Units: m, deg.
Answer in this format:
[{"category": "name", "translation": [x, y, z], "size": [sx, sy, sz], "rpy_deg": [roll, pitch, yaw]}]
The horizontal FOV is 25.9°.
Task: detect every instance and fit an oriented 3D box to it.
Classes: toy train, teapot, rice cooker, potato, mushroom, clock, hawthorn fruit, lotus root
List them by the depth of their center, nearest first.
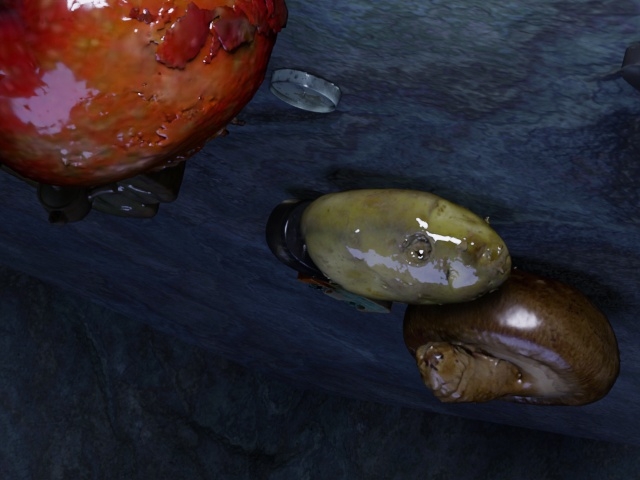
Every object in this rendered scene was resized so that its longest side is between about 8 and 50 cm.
[{"category": "hawthorn fruit", "translation": [-0.190, -0.194, 1.115], "size": [0.316, 0.316, 0.316], "rpy_deg": [16, 167, 4]}, {"category": "clock", "translation": [-0.018, -0.169, 1.570], "size": [0.085, 0.017, 0.085], "rpy_deg": [16, 167, 4]}, {"category": "potato", "translation": [0.117, 0.007, 1.870], "size": [0.296, 0.141, 0.191], "rpy_deg": [12, 150, 26]}, {"category": "teapot", "translation": [-0.323, -0.054, 1.872], "size": [0.110, 0.085, 0.080], "rpy_deg": [-4, 155, 12]}, {"category": "lotus root", "translation": [-0.367, -0.144, 1.940], "size": [0.375, 0.111, 0.390], "rpy_deg": [21, 167, -4]}, {"category": "rice cooker", "translation": [0.000, 0.000, 2.045], "size": [0.165, 0.112, 0.106], "rpy_deg": [29, 168, -35]}, {"category": "mushroom", "translation": [0.296, 0.153, 2.139], "size": [0.345, 0.239, 0.345], "rpy_deg": [26, -174, -3]}, {"category": "toy train", "translation": [0.053, 0.065, 2.347], "size": [0.188, 0.072, 0.099], "rpy_deg": [27, 158, -36]}]

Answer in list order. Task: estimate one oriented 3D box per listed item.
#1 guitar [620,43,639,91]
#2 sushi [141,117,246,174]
[{"category": "guitar", "translation": [0.357, -0.147, 1.163], "size": [0.088, 0.025, 0.233], "rpy_deg": [27, 164, -34]}, {"category": "sushi", "translation": [-0.260, -0.172, 1.655], "size": [0.332, 0.130, 0.124], "rpy_deg": [25, 171, -10]}]
